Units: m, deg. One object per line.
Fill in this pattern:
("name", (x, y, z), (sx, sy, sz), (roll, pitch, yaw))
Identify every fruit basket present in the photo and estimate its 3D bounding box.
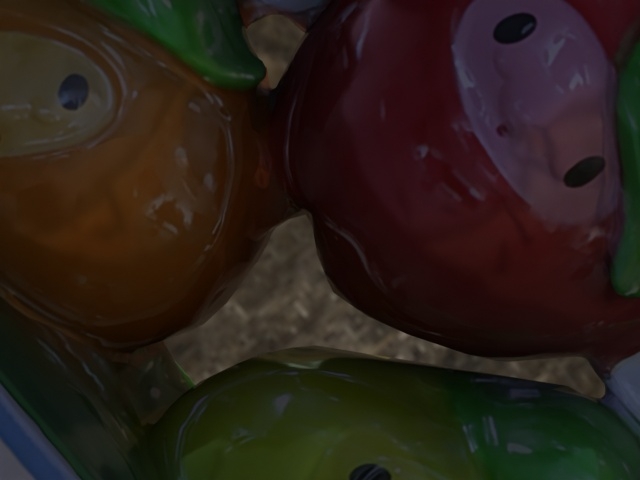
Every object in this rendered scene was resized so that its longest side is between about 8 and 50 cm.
("fruit basket", (0.000, 0.000, 0.436), (0.353, 0.327, 0.165), (-42, -7, 12))
